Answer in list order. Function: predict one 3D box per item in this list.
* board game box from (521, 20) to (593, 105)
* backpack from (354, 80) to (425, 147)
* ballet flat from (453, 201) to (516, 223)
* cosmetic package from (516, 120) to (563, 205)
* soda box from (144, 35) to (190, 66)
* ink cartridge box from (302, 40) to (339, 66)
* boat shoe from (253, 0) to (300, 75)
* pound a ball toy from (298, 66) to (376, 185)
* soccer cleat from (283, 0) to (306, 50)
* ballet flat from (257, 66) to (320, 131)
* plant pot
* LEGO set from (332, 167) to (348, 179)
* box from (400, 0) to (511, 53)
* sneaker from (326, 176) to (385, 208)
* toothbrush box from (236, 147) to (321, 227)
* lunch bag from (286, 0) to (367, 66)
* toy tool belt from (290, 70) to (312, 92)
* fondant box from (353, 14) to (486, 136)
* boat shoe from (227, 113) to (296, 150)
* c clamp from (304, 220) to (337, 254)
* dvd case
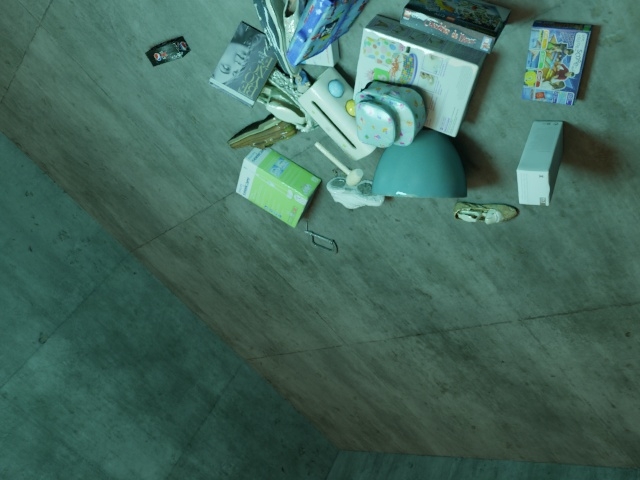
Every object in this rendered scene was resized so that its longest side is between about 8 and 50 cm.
[{"bbox_3d":[0.591,-0.443,1.392,0.136,0.035,0.201,15,140,23],"label":"board game box"},{"bbox_3d":[0.193,-0.347,1.554,0.188,0.144,0.166,12,135,23],"label":"backpack"},{"bbox_3d":[0.533,-0.082,1.813,0.206,0.067,0.073,5,134,33],"label":"ballet flat"},{"bbox_3d":[0.593,-0.211,1.486,0.085,0.231,0.117,7,136,31],"label":"cosmetic package"},{"bbox_3d":[-0.543,-0.670,1.965,0.168,0.053,0.060,-1,131,37],"label":"soda box"},{"bbox_3d":[-0.008,-0.581,1.669,0.122,0.052,0.089,16,140,25],"label":"ink cartridge box"},{"bbox_3d":[-0.134,-0.623,1.680,0.079,0.095,0.255,2,132,33],"label":"boat shoe"},{"bbox_3d":[0.075,-0.354,1.718,0.319,0.208,0.135,46,153,-14],"label":"pound a ball toy"},{"bbox_3d":[-0.079,-0.618,1.602,0.068,0.076,0.196,10,108,26],"label":"soccer cleat"},{"bbox_3d":[-0.164,-0.491,1.821,0.408,0.147,0.147,31,143,4],"label":"ballet flat"},{"bbox_3d":[0.303,-0.234,1.682,0.290,0.290,0.196,7,99,31],"label":"plant pot"},{"bbox_3d":[0.080,-0.251,2.005,0.083,0.023,0.054,22,142,37],"label":"LEGO set"},{"bbox_3d":[0.333,-0.551,1.360,0.233,0.159,0.044,24,143,13],"label":"box"},{"bbox_3d":[0.138,-0.160,2.018,0.232,0.090,0.115,19,149,32],"label":"sneaker"},{"bbox_3d":[-0.167,-0.212,2.142,0.283,0.122,0.206,30,144,3],"label":"toothbrush box"},{"bbox_3d":[0.010,-0.597,1.435,0.138,0.293,0.221,38,143,-6],"label":"lunch bag"},{"bbox_3d":[-0.059,-0.519,1.773,0.083,0.052,0.051,61,154,10],"label":"toy tool belt"},{"bbox_3d":[0.270,-0.462,1.561,0.330,0.096,0.238,23,143,12],"label":"fondant box"},{"bbox_3d":[-0.218,-0.373,2.008,0.307,0.111,0.104,-11,124,44],"label":"boat shoe"},{"bbox_3d":[0.000,0.000,2.338,0.160,0.022,0.137,25,142,12],"label":"c clamp"},{"bbox_3d":[-0.236,-0.558,1.761,0.164,0.221,0.018,30,-175,4],"label":"dvd case"}]
